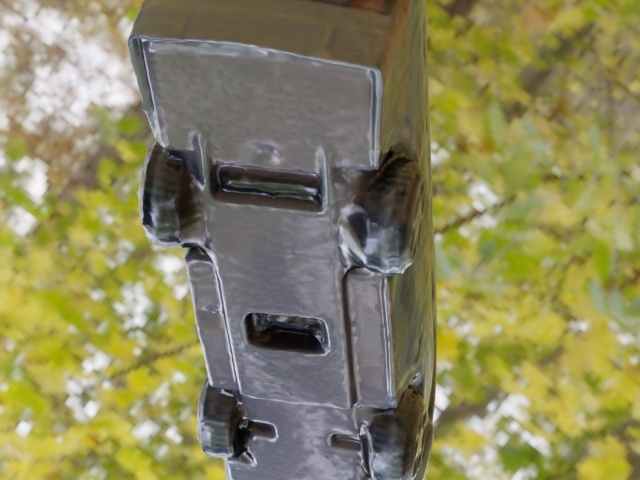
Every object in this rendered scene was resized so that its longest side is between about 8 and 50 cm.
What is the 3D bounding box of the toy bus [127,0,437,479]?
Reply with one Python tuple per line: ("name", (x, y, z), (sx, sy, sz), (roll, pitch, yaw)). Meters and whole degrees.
("toy bus", (0.000, 0.000, 0.714), (0.109, 0.136, 0.329), (8, 141, 11))
